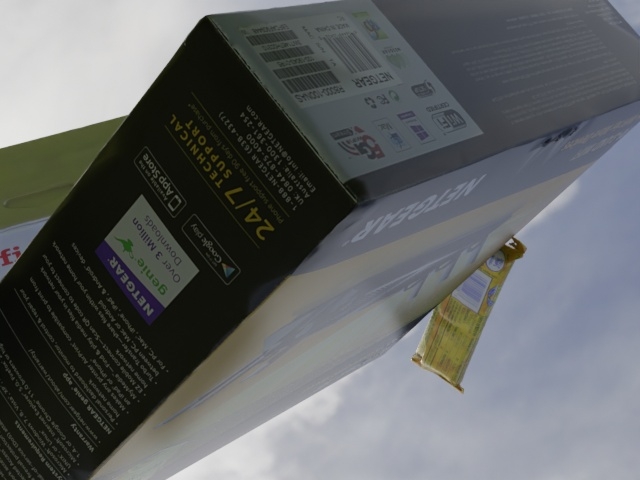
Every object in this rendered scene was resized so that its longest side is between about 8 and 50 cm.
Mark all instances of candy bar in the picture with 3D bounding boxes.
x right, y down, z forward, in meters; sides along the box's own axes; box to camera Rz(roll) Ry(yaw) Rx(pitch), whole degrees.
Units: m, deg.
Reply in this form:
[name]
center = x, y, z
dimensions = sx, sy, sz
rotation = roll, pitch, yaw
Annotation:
[candy bar]
center = 0.086, 0.043, 0.755
dimensions = 0.040, 0.161, 0.018
rotation = 34, -126, 16

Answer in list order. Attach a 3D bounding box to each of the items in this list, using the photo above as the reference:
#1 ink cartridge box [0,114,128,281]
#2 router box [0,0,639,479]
[ink cartridge box]
center = -0.226, 0.042, 1.155
dimensions = 0.201, 0.278, 0.117
rotation = -16, -134, -9
[router box]
center = 0.000, 0.000, 0.554
dimensions = 0.081, 0.309, 0.243
rotation = 52, -56, 11
